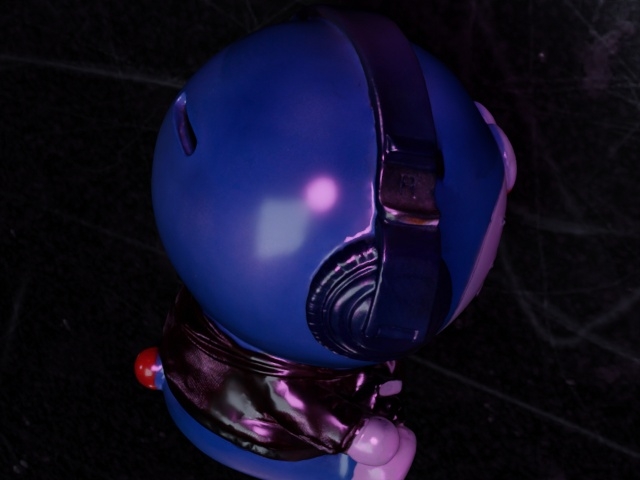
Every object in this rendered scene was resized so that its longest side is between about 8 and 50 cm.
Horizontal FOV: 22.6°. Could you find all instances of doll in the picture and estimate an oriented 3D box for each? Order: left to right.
[{"bbox_3d":[0.000,0.000,1.045,0.240,0.284,0.310,6,126,-22],"label":"doll"}]
